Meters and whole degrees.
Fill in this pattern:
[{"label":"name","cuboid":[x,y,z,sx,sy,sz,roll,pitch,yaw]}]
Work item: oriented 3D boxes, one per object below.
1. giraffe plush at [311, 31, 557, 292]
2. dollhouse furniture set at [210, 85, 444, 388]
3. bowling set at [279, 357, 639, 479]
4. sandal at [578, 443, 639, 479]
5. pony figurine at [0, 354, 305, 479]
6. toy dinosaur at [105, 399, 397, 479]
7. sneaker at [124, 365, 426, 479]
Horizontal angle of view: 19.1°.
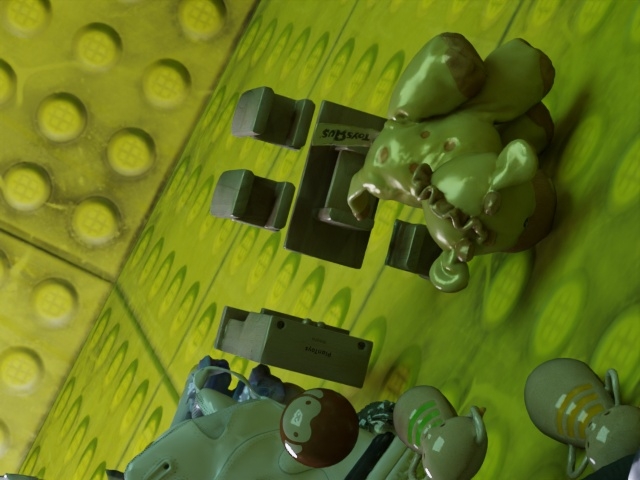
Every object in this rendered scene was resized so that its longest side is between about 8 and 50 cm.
[{"label":"giraffe plush","cuboid":[0.123,-0.054,1.534,0.170,0.210,0.181,-128,31,-48]},{"label":"dollhouse furniture set","cuboid":[0.000,0.000,1.726,0.161,0.212,0.242,-177,103,-74]},{"label":"bowling set","cuboid":[0.065,0.184,1.248,0.287,0.200,0.154,-66,16,5]},{"label":"sandal","cuboid":[0.211,0.083,0.898,0.167,0.107,0.446,-30,-2,-39]},{"label":"pony figurine","cuboid":[-0.150,0.275,1.741,0.363,0.303,0.351,-56,0,-34]},{"label":"toy dinosaur","cuboid":[-0.033,0.214,1.579,0.064,0.268,0.118,104,151,-75]},{"label":"sneaker","cuboid":[-0.081,0.277,1.461,0.366,0.210,0.137,-61,-3,-17]}]
